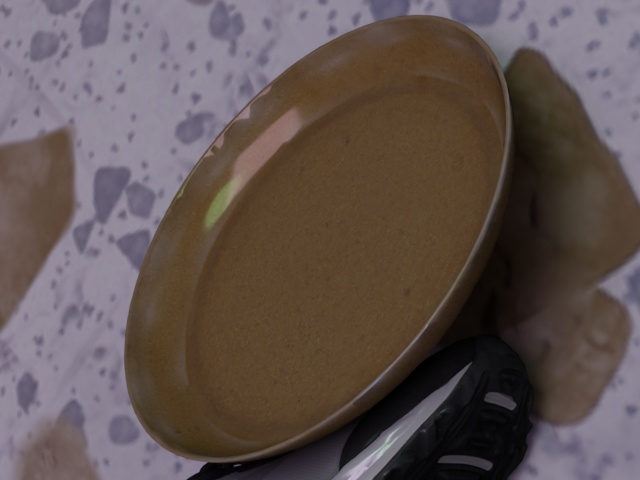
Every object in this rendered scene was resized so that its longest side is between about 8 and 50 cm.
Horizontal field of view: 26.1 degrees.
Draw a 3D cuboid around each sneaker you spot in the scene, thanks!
[{"bbox_3d":[-0.016,0.129,0.643,0.271,0.100,0.108,-45,53,21],"label":"sneaker"}]

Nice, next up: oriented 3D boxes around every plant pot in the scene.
[{"bbox_3d":[0.000,0.000,0.643,0.236,0.032,0.236,-31,40,30],"label":"plant pot"}]
